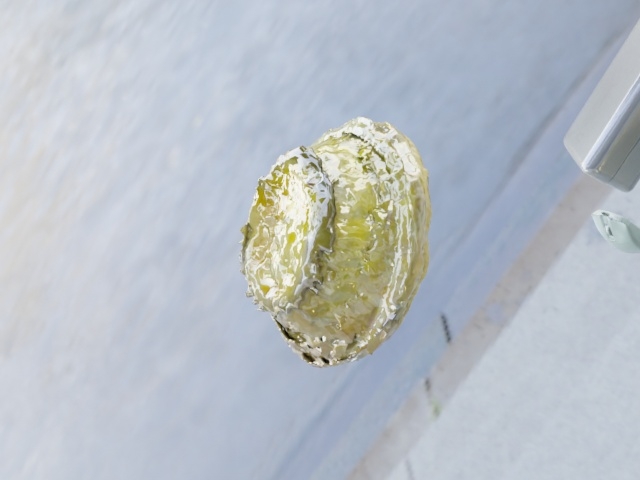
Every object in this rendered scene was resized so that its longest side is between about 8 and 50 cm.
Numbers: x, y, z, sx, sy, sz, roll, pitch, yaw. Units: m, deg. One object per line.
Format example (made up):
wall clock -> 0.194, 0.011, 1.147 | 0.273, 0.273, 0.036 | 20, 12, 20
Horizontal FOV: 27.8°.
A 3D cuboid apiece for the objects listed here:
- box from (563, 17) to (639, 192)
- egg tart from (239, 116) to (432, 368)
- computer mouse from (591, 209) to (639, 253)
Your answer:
box -> 0.302, -0.163, 1.121 | 0.243, 0.055, 0.103 | -60, 12, 18
egg tart -> 0.000, 0.000, 0.911 | 0.191, 0.074, 0.191 | -16, 71, 56
computer mouse -> 0.358, -0.007, 1.545 | 0.056, 0.110, 0.032 | 20, 85, 43
